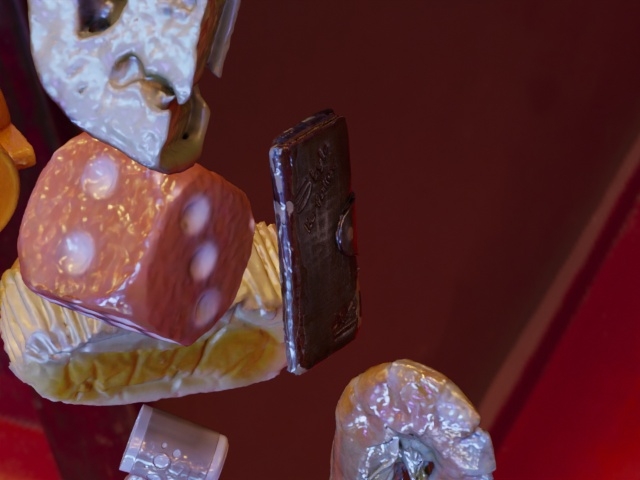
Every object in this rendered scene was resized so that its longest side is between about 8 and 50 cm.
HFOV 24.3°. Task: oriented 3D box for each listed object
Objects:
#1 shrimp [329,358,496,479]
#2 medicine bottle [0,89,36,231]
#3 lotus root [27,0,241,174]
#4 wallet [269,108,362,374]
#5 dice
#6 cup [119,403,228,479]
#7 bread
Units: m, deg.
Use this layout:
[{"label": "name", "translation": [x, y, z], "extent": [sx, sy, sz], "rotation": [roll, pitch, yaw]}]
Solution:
[{"label": "shrimp", "translation": [0.043, 0.142, 0.871], "extent": [0.101, 0.190, 0.042], "rotation": [34, 45, 16]}, {"label": "medicine bottle", "translation": [-0.327, -0.081, 1.174], "extent": [0.149, 0.112, 0.222], "rotation": [-19, 37, -25]}, {"label": "lotus root", "translation": [-0.106, -0.164, 0.919], "extent": [0.138, 0.234, 0.119], "rotation": [15, 15, 14]}, {"label": "wallet", "translation": [0.000, 0.000, 1.384], "extent": [0.031, 0.232, 0.122], "rotation": [8, 24, 32]}, {"label": "dice", "translation": [-0.188, 0.001, 1.499], "extent": [0.175, 0.174, 0.179], "rotation": [19, 81, 32]}, {"label": "cup", "translation": [-0.157, 0.235, 1.551], "extent": [0.099, 0.102, 0.074], "rotation": [21, 7, -5]}, {"label": "bread", "translation": [-0.205, 0.079, 1.874], "extent": [0.389, 0.236, 0.183], "rotation": [-4, 49, -21]}]
